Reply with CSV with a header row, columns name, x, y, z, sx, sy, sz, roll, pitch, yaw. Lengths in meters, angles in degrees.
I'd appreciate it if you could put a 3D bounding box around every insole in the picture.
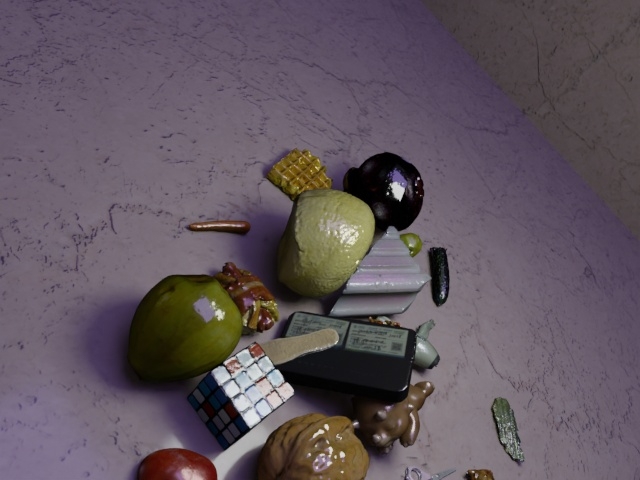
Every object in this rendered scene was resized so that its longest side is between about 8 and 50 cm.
name,x,y,z,sx,sy,sz,roll,pitch,yaw
insole,-0.072,0.271,1.599,0.247,0.011,0.081,-14,41,-12

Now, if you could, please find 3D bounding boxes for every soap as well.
name,x,y,z,sx,sy,sz,roll,pitch,yaw
soap,0.133,0.091,1.885,0.302,0.159,0.258,2,44,-27

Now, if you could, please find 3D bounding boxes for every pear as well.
name,x,y,z,sx,sy,sz,roll,pitch,yaw
pear,0.301,0.018,2.131,0.092,0.092,0.097,20,46,-23

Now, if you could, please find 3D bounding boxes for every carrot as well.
name,x,y,z,sx,sy,sz,roll,pitch,yaw
carrot,-0.286,-0.039,1.780,0.190,0.037,0.037,0,56,-32

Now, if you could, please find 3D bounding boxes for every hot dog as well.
name,x,y,z,sx,sy,sz,roll,pitch,yaw
hot dog,-0.193,0.147,1.643,0.146,0.103,0.213,-26,73,-45

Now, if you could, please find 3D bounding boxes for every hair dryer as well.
name,x,y,z,sx,sy,sz,roll,pitch,yaw
hair dryer,0.260,0.270,1.914,0.218,0.088,0.225,28,31,-10

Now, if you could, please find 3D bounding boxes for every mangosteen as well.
name,x,y,z,sx,sy,sz,roll,pitch,yaw
mangosteen,0.199,-0.161,2.065,0.287,0.233,0.287,26,0,0

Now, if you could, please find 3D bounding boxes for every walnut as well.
name,x,y,z,sx,sy,sz,roll,pitch,yaw
walnut,-0.010,0.495,1.411,0.224,0.257,0.257,28,32,34

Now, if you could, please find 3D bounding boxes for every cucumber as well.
name,x,y,z,sx,sy,sz,roll,pitch,yaw
cucumber,0.411,0.115,2.147,0.067,0.067,0.245,23,44,-20

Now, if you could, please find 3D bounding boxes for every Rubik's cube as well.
name,x,y,z,sx,sy,sz,roll,pitch,yaw
Rubik's cube,-0.183,0.355,1.443,0.154,0.151,0.155,51,42,11

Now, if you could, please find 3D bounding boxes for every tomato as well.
name,x,y,z,sx,sy,sz,roll,pitch,yaw
tomato,-0.287,0.503,1.295,0.174,0.082,0.166,25,46,-22

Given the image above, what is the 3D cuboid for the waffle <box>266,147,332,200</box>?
name,x,y,z,sx,sy,sz,roll,pitch,yaw
waffle,-0.037,-0.198,2.076,0.219,0.057,0.229,43,41,0

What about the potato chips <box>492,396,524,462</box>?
name,x,y,z,sx,sy,sz,roll,pitch,yaw
potato chips,0.566,0.570,1.920,0.091,0.028,0.208,21,44,-20

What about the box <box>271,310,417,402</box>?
name,x,y,z,sx,sy,sz,roll,pitch,yaw
box,0.063,0.291,1.617,0.349,0.058,0.211,8,41,14

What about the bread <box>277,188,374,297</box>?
name,x,y,z,sx,sy,sz,roll,pitch,yaw
bread,0.011,0.004,1.754,0.237,0.321,0.321,21,44,-1

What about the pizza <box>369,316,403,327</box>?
name,x,y,z,sx,sy,sz,roll,pitch,yaw
pizza,0.204,0.273,1.767,0.062,0.199,0.188,-27,71,-19

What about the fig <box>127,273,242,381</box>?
name,x,y,z,sx,sy,sz,roll,pitch,yaw
fig,-0.314,0.204,1.415,0.239,0.239,0.271,43,65,1

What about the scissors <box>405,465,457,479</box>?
name,x,y,z,sx,sy,sz,roll,pitch,yaw
scissors,0.302,0.633,1.681,0.188,0.015,0.100,-2,60,-41

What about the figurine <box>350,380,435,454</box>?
name,x,y,z,sx,sy,sz,roll,pitch,yaw
figurine,0.170,0.421,1.635,0.173,0.177,0.247,52,52,-17

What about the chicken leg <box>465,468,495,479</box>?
name,x,y,z,sx,sy,sz,roll,pitch,yaw
chicken leg,0.469,0.779,1.608,0.295,0.182,0.409,34,26,-23
